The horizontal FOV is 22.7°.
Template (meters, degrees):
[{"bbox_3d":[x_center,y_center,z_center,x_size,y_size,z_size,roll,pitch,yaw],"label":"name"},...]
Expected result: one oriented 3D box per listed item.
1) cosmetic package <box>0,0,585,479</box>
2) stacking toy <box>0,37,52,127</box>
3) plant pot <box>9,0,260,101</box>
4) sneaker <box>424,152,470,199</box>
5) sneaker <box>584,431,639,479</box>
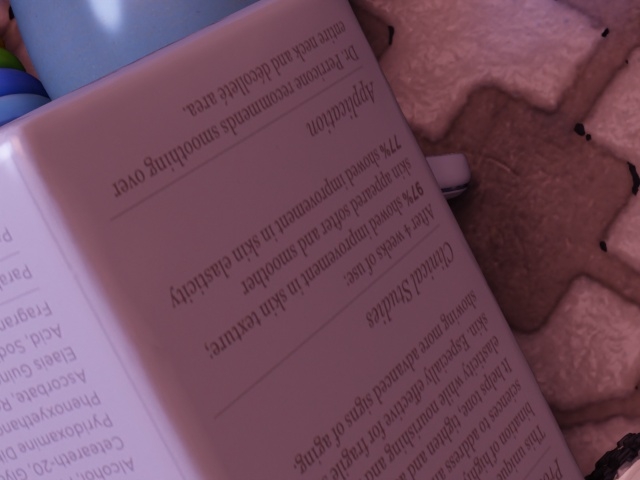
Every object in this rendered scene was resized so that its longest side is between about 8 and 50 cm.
[{"bbox_3d":[-0.099,0.105,0.976,0.327,0.329,0.393,-21,99,36],"label":"cosmetic package"},{"bbox_3d":[-0.296,-0.130,1.344,0.141,0.141,0.330,-38,62,8],"label":"stacking toy"},{"bbox_3d":[-0.099,-0.163,1.211,0.272,0.272,0.255,-15,87,17],"label":"plant pot"},{"bbox_3d":[0.000,0.000,1.226,0.258,0.094,0.091,-17,90,20],"label":"sneaker"},{"bbox_3d":[0.202,0.245,1.089,0.122,0.110,0.283,34,92,5],"label":"sneaker"}]
